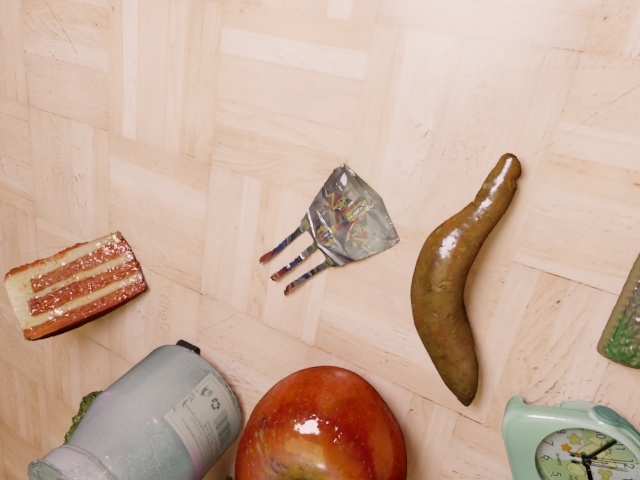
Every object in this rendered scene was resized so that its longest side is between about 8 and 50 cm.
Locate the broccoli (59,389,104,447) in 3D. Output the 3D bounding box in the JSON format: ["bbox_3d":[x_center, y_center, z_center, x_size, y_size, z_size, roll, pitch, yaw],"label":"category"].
[{"bbox_3d":[-0.467,0.458,1.037,0.254,0.186,0.302,-114,39,-51],"label":"broccoli"}]

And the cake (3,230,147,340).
[{"bbox_3d":[-0.505,0.092,0.951,0.262,0.159,0.158,-26,88,31],"label":"cake"}]

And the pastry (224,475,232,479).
[{"bbox_3d":[-0.199,0.578,0.867,0.274,0.275,0.193,14,98,25],"label":"pastry"}]

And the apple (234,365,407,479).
[{"bbox_3d":[0.006,0.322,0.711,0.251,0.206,0.272,-8,103,20],"label":"apple"}]

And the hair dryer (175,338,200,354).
[{"bbox_3d":[-0.266,0.241,0.942,0.047,0.026,0.083,19,117,24],"label":"hair dryer"}]

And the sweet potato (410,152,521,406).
[{"bbox_3d":[0.173,0.056,0.613,0.108,0.079,0.346,5,108,-2],"label":"sweet potato"}]

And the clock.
[{"bbox_3d":[0.334,0.272,0.591,0.188,0.060,0.148,-8,100,31],"label":"clock"}]

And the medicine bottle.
[{"bbox_3d":[-0.321,0.364,0.837,0.244,0.290,0.245,13,119,26],"label":"medicine bottle"}]

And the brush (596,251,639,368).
[{"bbox_3d":[0.374,0.017,0.504,0.054,0.048,0.283,19,112,20],"label":"brush"}]

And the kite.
[{"bbox_3d":[-0.001,0.000,0.726,0.245,0.015,0.141,-38,82,31],"label":"kite"}]
